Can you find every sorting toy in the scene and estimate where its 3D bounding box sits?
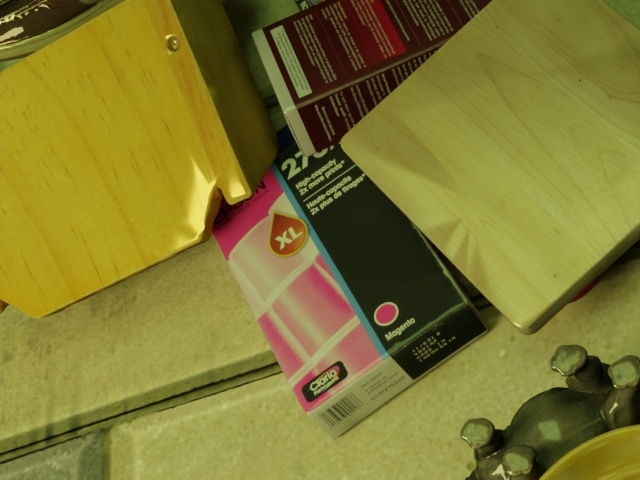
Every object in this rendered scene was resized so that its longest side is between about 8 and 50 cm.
[{"bbox_3d":[0.197,-0.077,1.179,0.255,0.089,0.257,-42,60,0],"label":"sorting toy"}]

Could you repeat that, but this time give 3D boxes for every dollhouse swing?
[{"bbox_3d":[-0.204,-0.119,1.454,0.347,0.305,0.315,-25,86,23],"label":"dollhouse swing"}]

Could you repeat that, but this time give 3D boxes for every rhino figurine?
[{"bbox_3d":[0.155,0.174,1.050,0.243,0.106,0.073,-38,57,3],"label":"rhino figurine"}]

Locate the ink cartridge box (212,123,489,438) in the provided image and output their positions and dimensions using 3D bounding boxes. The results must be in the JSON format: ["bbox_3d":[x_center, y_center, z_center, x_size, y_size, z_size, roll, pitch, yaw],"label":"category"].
[{"bbox_3d":[0.000,0.000,1.291,0.176,0.069,0.371,-36,46,6],"label":"ink cartridge box"}]

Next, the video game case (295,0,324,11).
[{"bbox_3d":[0.057,-0.324,1.460,0.210,0.042,0.232,-36,45,13],"label":"video game case"}]

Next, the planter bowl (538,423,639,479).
[{"bbox_3d":[0.249,0.248,0.956,0.217,0.090,0.217,-16,54,23],"label":"planter bowl"}]

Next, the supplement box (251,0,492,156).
[{"bbox_3d":[0.066,-0.191,1.307,0.239,0.073,0.130,-24,49,3],"label":"supplement box"}]

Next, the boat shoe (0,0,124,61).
[{"bbox_3d":[-0.287,-0.323,1.579,0.342,0.123,0.123,-24,29,0],"label":"boat shoe"}]
